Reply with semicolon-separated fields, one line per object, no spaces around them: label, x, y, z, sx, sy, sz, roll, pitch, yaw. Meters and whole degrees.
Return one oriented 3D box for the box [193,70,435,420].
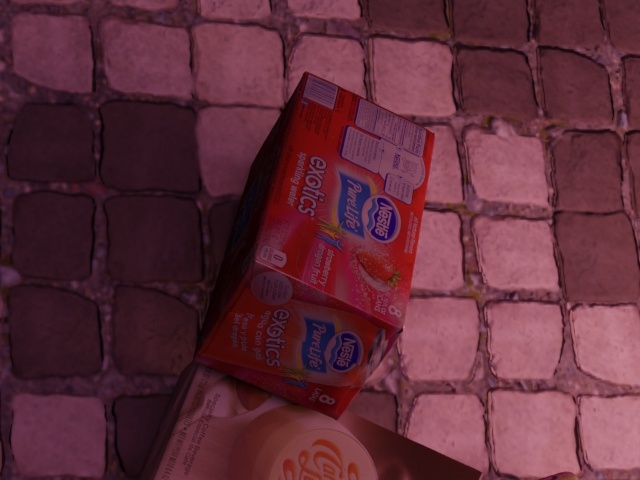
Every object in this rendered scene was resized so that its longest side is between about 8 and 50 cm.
box;0.000;0.000;1.350;0.128;0.123;0.257;24;39;-10

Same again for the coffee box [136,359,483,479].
coffee box;-0.014;0.203;1.336;0.246;0.098;0.141;25;65;-9

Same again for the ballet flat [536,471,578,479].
ballet flat;0.136;0.265;1.381;0.079;0.077;0.221;37;68;-7
